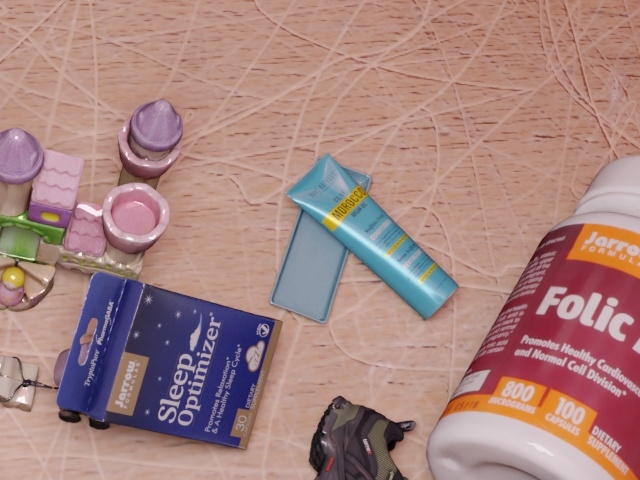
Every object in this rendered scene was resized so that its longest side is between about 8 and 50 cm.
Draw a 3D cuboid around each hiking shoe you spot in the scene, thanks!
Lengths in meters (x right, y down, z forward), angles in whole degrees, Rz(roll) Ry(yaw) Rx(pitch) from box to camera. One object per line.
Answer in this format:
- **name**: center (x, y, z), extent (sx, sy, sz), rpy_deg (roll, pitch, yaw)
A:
- **hiking shoe**: center (0.040, 0.267, 1.547), extent (0.114, 0.086, 0.227), rpy_deg (13, 62, -5)

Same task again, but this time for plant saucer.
- **plant saucer**: center (0.000, 0.000, 1.699), extent (0.067, 0.018, 0.192), rpy_deg (21, 61, -5)

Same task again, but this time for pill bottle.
- **pill bottle**: center (0.291, 0.114, 1.609), extent (0.224, 0.224, 0.392), rpy_deg (33, 62, 1)

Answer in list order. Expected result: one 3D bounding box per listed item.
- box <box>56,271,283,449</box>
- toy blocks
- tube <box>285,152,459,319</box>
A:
- **box**: center (-0.142, 0.119, 1.503), extent (0.225, 0.036, 0.136), rpy_deg (18, 87, -42)
- **toy blocks**: center (-0.285, -0.025, 1.496), extent (0.288, 0.260, 0.309), rpy_deg (13, 63, -10)
- **tube**: center (0.059, -0.003, 1.689), extent (0.207, 0.052, 0.080), rpy_deg (43, 48, 3)
